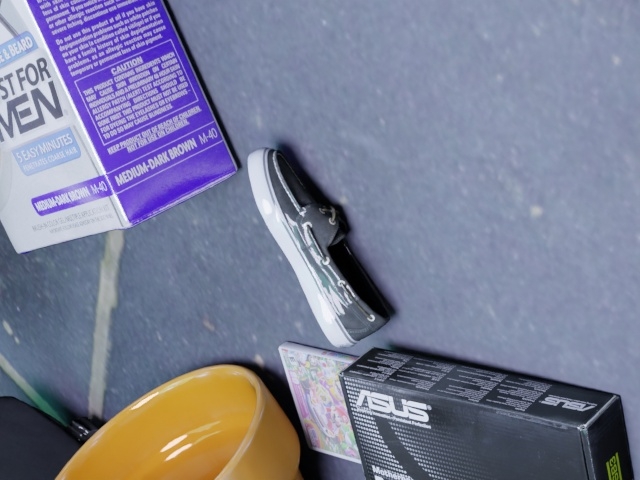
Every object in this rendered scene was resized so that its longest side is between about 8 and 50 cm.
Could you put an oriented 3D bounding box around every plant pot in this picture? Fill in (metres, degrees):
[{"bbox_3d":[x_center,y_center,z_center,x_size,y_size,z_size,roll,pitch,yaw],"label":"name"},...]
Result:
[{"bbox_3d":[-0.077,0.229,1.077,0.205,0.205,0.188,-5,127,52],"label":"plant pot"}]

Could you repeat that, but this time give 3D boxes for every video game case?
[{"bbox_3d":[0.024,0.119,1.013,0.122,0.011,0.087,7,120,48],"label":"video game case"}]

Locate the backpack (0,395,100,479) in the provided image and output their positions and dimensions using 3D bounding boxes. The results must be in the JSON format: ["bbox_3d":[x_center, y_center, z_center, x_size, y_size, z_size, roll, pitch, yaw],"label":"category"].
[{"bbox_3d":[-0.242,0.371,1.345,0.290,0.273,0.355,32,149,23],"label":"backpack"}]

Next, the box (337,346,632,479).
[{"bbox_3d":[0.111,0.167,0.907,0.190,0.045,0.184,9,124,42],"label":"box"}]

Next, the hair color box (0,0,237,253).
[{"bbox_3d":[-0.208,-0.168,1.006,0.185,0.110,0.339,-11,104,54],"label":"hair color box"}]

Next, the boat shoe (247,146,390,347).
[{"bbox_3d":[0.000,0.000,0.934,0.040,0.049,0.142,-25,93,21],"label":"boat shoe"}]
